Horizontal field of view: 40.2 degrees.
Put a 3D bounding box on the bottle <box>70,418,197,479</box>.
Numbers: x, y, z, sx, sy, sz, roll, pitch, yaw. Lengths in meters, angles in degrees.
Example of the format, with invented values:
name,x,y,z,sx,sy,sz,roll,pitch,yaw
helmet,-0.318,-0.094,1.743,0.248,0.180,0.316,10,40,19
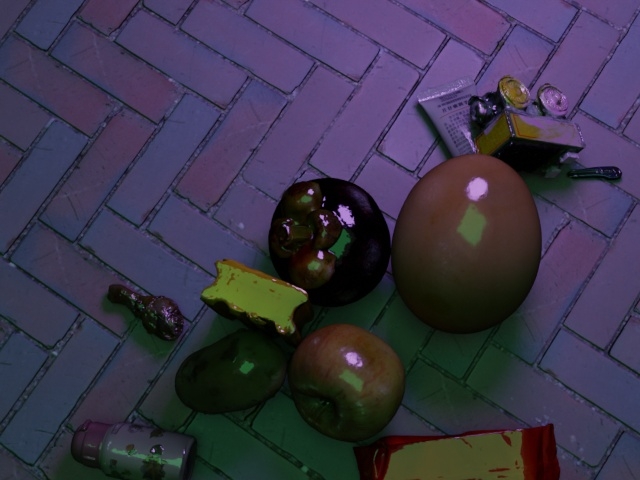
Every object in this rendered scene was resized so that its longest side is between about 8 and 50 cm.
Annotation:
name,x,y,z,sx,sy,sz,roll,pitch,yaw
bottle,-0.393,0.443,1.825,0.253,0.120,0.120,10,79,6

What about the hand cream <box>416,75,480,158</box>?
name,x,y,z,sx,sy,sz,roll,pitch,yaw
hand cream,0.329,-0.217,1.937,0.139,0.089,0.314,-17,75,-8

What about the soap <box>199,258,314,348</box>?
name,x,y,z,sx,sy,sz,roll,pitch,yaw
soap,-0.120,0.131,1.769,0.204,0.324,0.096,23,80,5

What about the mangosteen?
name,x,y,z,sx,sy,sz,roll,pitch,yaw
mangosteen,0.000,0.000,1.799,0.275,0.302,0.275,-3,84,28

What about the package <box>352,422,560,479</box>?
name,x,y,z,sx,sy,sz,roll,pitch,yaw
package,0.283,0.486,1.781,0.423,0.123,0.196,-6,81,3

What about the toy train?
name,x,y,z,sx,sy,sz,roll,pitch,yaw
toy train,0.437,-0.244,1.871,0.261,0.134,0.177,5,61,-28

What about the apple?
name,x,y,z,sx,sy,sz,roll,pitch,yaw
apple,0.052,0.283,1.761,0.261,0.261,0.194,41,48,10

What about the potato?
name,x,y,z,sx,sy,sz,roll,pitch,yaw
potato,-0.190,0.280,1.799,0.262,0.165,0.165,-27,77,25

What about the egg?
name,x,y,z,sx,sy,sz,roll,pitch,yaw
egg,0.295,0.010,1.765,0.301,0.301,0.374,12,121,5

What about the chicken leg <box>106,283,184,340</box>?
name,x,y,z,sx,sy,sz,roll,pitch,yaw
chicken leg,-0.382,0.148,1.915,0.198,0.069,0.085,27,105,14

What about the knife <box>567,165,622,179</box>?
name,x,y,z,sx,sy,sz,roll,pitch,yaw
knife,0.610,-0.148,1.945,0.121,0.018,0.031,-3,77,4
